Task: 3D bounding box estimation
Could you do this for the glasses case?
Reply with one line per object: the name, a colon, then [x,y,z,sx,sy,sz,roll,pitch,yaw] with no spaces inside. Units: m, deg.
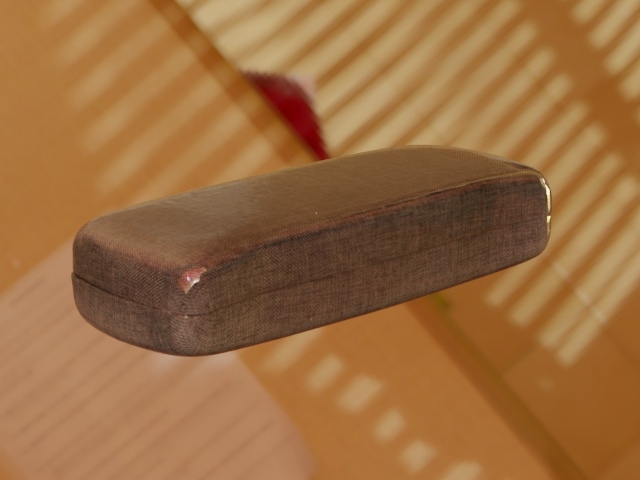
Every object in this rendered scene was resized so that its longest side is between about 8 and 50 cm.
glasses case: [0.000,0.000,1.192,0.323,0.074,0.131,-14,19,-39]
